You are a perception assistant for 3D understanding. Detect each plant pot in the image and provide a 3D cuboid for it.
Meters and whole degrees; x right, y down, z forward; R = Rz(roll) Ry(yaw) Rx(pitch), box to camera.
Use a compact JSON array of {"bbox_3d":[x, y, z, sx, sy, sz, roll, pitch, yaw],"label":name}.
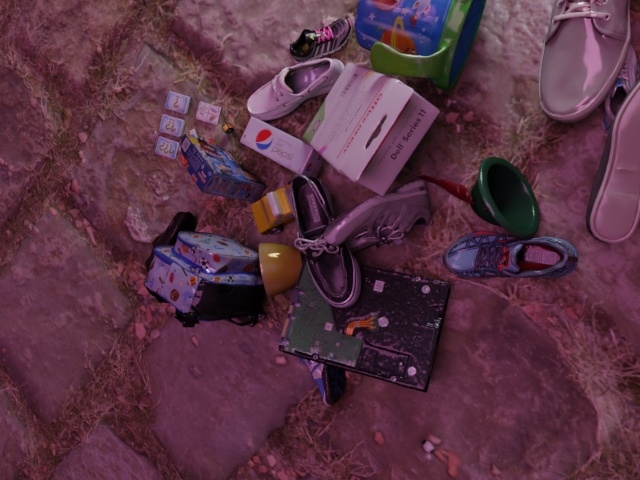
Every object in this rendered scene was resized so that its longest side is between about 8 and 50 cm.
[{"bbox_3d":[-0.088,0.064,1.297,0.095,0.134,0.134,-10,83,1],"label":"plant pot"}]

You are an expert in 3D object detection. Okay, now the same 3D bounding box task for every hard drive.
[{"bbox_3d":[0.095,0.175,1.187,0.339,0.064,0.237,10,73,19],"label":"hard drive"}]

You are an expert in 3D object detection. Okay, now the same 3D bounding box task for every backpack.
[{"bbox_3d":[-0.290,0.087,1.315,0.263,0.276,0.213,14,89,31],"label":"backpack"}]

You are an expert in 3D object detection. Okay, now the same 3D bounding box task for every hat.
[{"bbox_3d":[0.329,-0.065,1.132,0.183,0.173,0.208,-36,40,47],"label":"hat"}]

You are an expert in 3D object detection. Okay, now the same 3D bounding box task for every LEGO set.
[{"bbox_3d":[-0.355,-0.295,1.463,0.244,0.060,0.182,22,101,23],"label":"LEGO set"}]

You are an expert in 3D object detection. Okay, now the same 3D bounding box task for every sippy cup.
[{"bbox_3d":[0.199,-0.455,1.101,0.224,0.305,0.240,23,110,15],"label":"sippy cup"}]

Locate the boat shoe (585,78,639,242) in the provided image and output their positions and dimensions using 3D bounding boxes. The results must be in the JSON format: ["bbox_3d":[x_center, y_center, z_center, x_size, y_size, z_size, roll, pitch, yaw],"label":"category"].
[{"bbox_3d":[0.570,-0.159,0.984,0.112,0.095,0.335,18,105,12],"label":"boat shoe"}]

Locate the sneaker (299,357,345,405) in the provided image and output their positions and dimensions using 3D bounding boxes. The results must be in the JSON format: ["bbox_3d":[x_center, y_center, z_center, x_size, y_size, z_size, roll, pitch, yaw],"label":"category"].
[{"bbox_3d":[-0.002,0.285,1.273,0.081,0.080,0.211,-23,69,29],"label":"sneaker"}]

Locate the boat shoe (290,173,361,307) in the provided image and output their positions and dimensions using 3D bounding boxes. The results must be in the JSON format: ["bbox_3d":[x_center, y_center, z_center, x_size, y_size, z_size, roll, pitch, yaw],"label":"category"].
[{"bbox_3d":[0.004,-0.002,1.168,0.113,0.105,0.306,-16,79,17],"label":"boat shoe"}]

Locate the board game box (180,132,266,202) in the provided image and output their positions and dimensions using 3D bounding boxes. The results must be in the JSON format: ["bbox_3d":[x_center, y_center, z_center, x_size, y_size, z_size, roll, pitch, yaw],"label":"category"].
[{"bbox_3d":[-0.242,-0.170,1.352,0.060,0.194,0.194,-53,49,17],"label":"board game box"}]

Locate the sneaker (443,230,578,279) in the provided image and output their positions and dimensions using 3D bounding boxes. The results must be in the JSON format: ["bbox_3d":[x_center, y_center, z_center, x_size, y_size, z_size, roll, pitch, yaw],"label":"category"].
[{"bbox_3d":[0.373,0.026,1.078,0.262,0.125,0.104,-4,86,24],"label":"sneaker"}]

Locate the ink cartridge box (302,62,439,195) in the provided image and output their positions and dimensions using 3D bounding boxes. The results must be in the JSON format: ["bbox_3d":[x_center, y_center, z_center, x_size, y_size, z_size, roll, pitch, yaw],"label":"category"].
[{"bbox_3d":[0.104,-0.230,1.108,0.207,0.119,0.353,-57,27,13],"label":"ink cartridge box"}]

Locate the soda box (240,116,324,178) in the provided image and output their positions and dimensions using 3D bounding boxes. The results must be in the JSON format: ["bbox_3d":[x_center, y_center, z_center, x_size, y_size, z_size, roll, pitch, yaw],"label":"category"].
[{"bbox_3d":[-0.093,-0.228,1.320,0.216,0.069,0.074,31,101,29],"label":"soda box"}]

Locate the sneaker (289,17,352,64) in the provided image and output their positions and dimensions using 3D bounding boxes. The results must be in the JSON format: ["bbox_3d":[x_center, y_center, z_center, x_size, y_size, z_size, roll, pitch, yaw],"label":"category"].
[{"bbox_3d":[-0.004,-0.486,1.298,0.170,0.075,0.063,-23,79,22],"label":"sneaker"}]

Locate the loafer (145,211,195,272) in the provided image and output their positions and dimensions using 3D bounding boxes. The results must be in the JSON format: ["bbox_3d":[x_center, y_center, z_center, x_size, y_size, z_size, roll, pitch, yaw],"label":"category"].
[{"bbox_3d":[-0.424,0.006,1.467,0.078,0.080,0.220,38,103,21],"label":"loafer"}]

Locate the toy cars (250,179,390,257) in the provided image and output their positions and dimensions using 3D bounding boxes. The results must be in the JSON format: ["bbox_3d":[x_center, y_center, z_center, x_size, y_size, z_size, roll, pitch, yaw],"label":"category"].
[{"bbox_3d":[-0.009,-0.051,1.276,0.394,0.087,0.176,20,97,24],"label":"toy cars"}]

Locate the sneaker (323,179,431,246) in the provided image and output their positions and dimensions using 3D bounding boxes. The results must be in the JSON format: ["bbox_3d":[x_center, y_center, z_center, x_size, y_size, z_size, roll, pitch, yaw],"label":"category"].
[{"bbox_3d":[0.136,-0.039,1.127,0.105,0.281,0.115,-26,88,62],"label":"sneaker"}]

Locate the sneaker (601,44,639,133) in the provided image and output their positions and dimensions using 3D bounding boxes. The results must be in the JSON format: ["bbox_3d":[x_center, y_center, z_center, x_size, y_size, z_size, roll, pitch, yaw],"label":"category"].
[{"bbox_3d":[0.574,-0.303,1.024,0.071,0.083,0.190,-5,85,26],"label":"sneaker"}]

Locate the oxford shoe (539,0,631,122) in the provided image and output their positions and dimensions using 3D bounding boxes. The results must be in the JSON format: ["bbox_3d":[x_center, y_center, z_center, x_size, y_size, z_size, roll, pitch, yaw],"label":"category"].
[{"bbox_3d":[0.505,-0.448,1.013,0.169,0.130,0.449,19,94,47],"label":"oxford shoe"}]

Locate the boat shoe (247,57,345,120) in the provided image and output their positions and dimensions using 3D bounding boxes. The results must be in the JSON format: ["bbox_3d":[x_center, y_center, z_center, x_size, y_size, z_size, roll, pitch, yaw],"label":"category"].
[{"bbox_3d":[-0.077,-0.381,1.315,0.277,0.096,0.098,-21,80,23],"label":"boat shoe"}]
